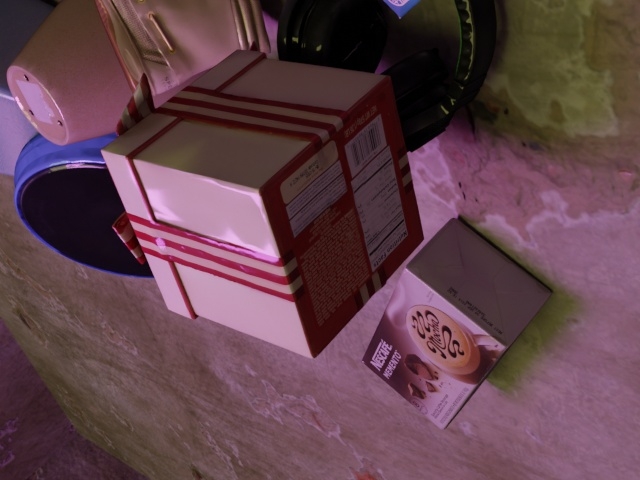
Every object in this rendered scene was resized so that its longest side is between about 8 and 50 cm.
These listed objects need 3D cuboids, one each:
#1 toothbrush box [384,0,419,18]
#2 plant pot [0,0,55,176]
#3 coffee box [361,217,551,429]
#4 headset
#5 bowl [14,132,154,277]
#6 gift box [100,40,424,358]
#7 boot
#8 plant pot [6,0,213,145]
[{"bbox_3d":[0.143,-0.337,0.727,0.126,0.216,0.295,43,153,-12],"label":"toothbrush box"},{"bbox_3d":[-0.494,-0.257,1.692,0.252,0.248,0.247,20,143,16],"label":"plant pot"},{"bbox_3d":[0.181,0.126,1.354,0.168,0.119,0.297,39,150,13],"label":"coffee box"},{"bbox_3d":[0.070,-0.206,1.129,0.243,0.185,0.394,44,136,15],"label":"headset"},{"bbox_3d":[-0.346,-0.055,1.678,0.390,0.077,0.391,6,148,4],"label":"bowl"},{"bbox_3d":[-0.063,-0.071,1.037,0.258,0.255,0.277,14,130,37],"label":"gift box"},{"bbox_3d":[-0.192,-0.333,1.241,0.095,0.203,0.262,140,109,-80],"label":"boot"},{"bbox_3d":[-0.300,-0.263,1.371,0.256,0.274,0.257,34,149,25],"label":"plant pot"}]
